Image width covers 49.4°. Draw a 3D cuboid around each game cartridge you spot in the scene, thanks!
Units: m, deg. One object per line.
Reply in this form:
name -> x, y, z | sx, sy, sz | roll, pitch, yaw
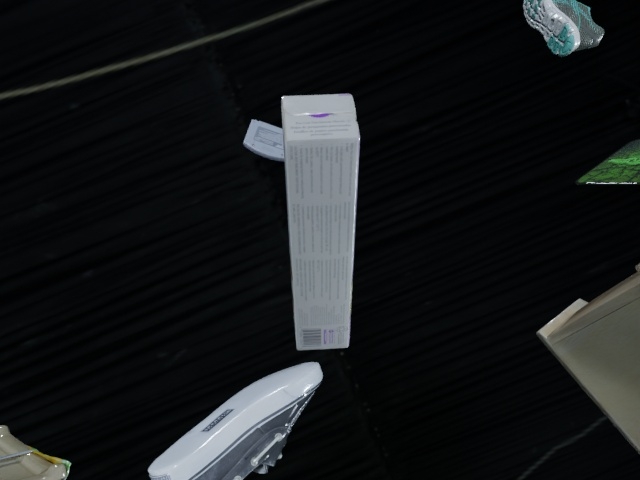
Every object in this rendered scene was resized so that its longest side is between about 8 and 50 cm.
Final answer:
game cartridge -> -0.081, -0.160, 1.129 | 0.017, 0.083, 0.056 | 117, -8, -63

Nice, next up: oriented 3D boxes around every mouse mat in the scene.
mouse mat -> 0.483, -0.117, 1.001 | 0.190, 0.153, 0.007 | 10, -51, 61

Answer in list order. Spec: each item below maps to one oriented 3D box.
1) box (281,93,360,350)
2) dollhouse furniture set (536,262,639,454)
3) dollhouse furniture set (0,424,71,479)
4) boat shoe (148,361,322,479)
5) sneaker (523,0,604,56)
box -> 0.000, 0.000, 0.705 | 0.324, 0.067, 0.063 | 88, -3, -49
dollhouse furniture set -> 0.355, 0.042, 0.444 | 0.286, 0.303, 0.198 | 52, -10, 15
dollhouse furniture set -> -0.435, 0.309, 0.706 | 0.198, 0.302, 0.151 | 4, -86, 47
boat shoe -> -0.098, 0.282, 0.992 | 0.108, 0.301, 0.102 | -16, -78, 47
sneaker -> 0.357, -0.332, 1.025 | 0.065, 0.076, 0.166 | 102, -23, -54
